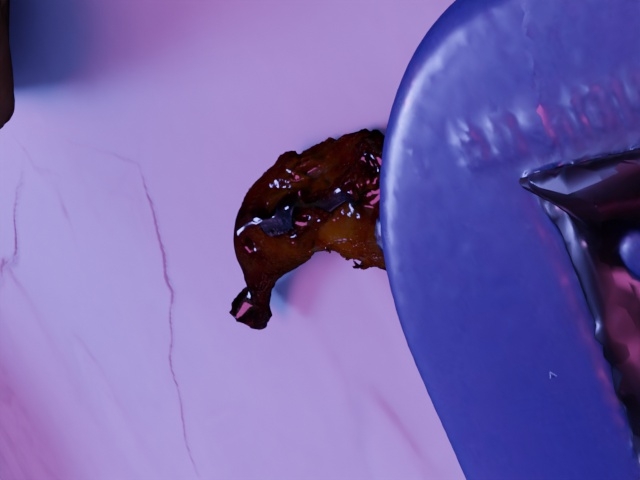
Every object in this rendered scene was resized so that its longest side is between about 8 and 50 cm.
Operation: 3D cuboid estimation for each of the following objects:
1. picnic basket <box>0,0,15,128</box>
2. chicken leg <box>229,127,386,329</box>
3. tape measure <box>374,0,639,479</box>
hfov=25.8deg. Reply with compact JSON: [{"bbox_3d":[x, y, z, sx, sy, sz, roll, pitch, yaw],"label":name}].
[{"bbox_3d":[-0.304,-0.037,0.604,0.293,0.337,0.337,14,122,48],"label":"picnic basket"},{"bbox_3d":[-0.003,-0.004,0.534,0.145,0.037,0.062,-22,107,52],"label":"chicken leg"},{"bbox_3d":[0.153,0.010,0.302,0.351,0.098,0.215,-15,101,51],"label":"tape measure"}]
